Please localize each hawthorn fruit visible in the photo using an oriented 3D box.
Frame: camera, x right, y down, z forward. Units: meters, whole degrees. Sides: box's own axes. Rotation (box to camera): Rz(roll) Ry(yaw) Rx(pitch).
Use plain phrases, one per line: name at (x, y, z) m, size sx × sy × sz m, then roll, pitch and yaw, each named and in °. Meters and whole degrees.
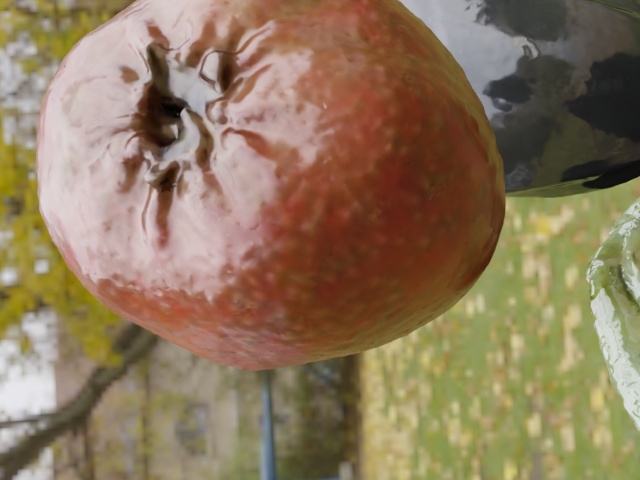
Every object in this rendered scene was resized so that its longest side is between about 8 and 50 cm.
hawthorn fruit at (0.000, 0.000, 0.679) m, size 0.285 × 0.165 × 0.165 m, roll 58°, pitch -154°, yaw -62°

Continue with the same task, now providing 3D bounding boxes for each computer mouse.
computer mouse at (0.083, -0.092, 1.016) m, size 0.086 × 0.270 × 0.137 m, roll -15°, pitch -73°, yaw -68°

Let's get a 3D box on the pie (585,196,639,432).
pie at (0.278, 0.093, 1.035) m, size 0.067 × 0.302 × 0.302 m, roll -41°, pitch 33°, yaw 34°
